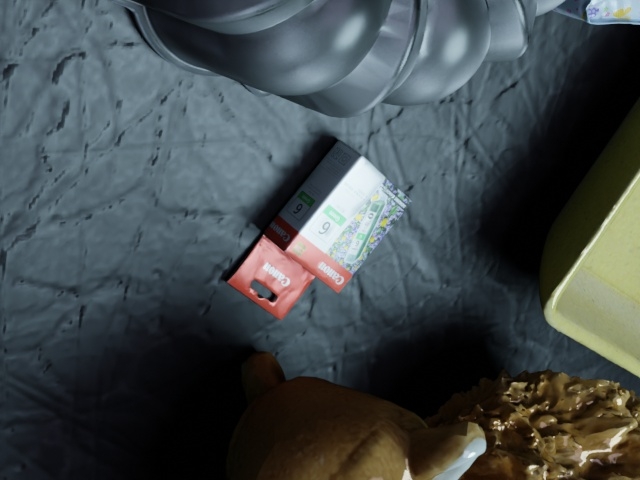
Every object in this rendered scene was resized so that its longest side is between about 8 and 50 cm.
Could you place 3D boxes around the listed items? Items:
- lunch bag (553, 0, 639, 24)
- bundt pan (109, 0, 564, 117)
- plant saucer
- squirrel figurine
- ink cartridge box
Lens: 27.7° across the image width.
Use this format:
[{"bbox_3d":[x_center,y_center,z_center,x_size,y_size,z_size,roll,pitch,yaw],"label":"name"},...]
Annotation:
[{"bbox_3d":[0.180,-0.168,0.826,0.083,0.071,0.053,-3,114,-33],"label":"lunch bag"},{"bbox_3d":[0.037,-0.208,0.661,0.330,0.124,0.331,-18,125,-26],"label":"bundt pan"},{"bbox_3d":[0.324,-0.043,1.002,0.332,0.081,0.333,29,97,-43],"label":"plant saucer"},{"bbox_3d":[0.064,0.225,0.894,0.397,0.281,0.371,-35,123,-33],"label":"squirrel figurine"},{"bbox_3d":[0.000,0.000,0.823,0.115,0.029,0.063,-51,134,0],"label":"ink cartridge box"}]
